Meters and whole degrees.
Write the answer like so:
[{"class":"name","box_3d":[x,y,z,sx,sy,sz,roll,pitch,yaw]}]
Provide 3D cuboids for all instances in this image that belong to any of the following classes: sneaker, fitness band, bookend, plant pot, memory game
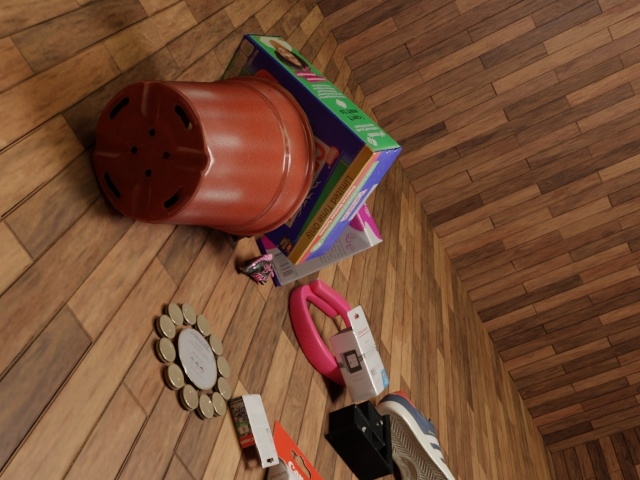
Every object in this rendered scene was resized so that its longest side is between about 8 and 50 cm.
[{"class":"sneaker","box_3d":[-0.117,0.059,1.472,0.119,0.047,0.057,-18,95,-71]},{"class":"fitness band","box_3d":[0.022,0.205,1.674,0.291,0.054,0.209,41,33,-51]},{"class":"bookend","box_3d":[0.080,0.380,1.571,0.156,0.072,0.157,56,19,-28]},{"class":"sneaker","box_3d":[0.239,0.502,1.776,0.350,0.131,0.148,64,22,-6]},{"class":"plant pot","box_3d":[-0.188,-0.133,1.189,0.265,0.272,0.272,-9,76,-63]},{"class":"memory game","box_3d":[-0.188,0.178,1.150,0.186,0.012,0.186,54,21,-32]}]

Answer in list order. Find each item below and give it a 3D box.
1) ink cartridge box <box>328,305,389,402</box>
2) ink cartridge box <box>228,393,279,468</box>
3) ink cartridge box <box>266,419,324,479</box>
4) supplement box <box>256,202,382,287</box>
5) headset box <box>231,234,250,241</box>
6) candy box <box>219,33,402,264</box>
[{"class":"ink cartridge box","box_3d":[0.076,0.236,1.610,0.180,0.060,0.104,70,20,3]},{"class":"ink cartridge box","box_3d":[-0.104,0.301,1.207,0.063,0.029,0.115,22,48,-66]},{"class":"ink cartridge box","box_3d":[-0.020,0.427,1.253,0.189,0.066,0.232,57,24,-25]},{"class":"supplement box","box_3d":[0.000,0.000,1.582,0.111,0.220,0.114,67,18,2]},{"class":"headset box","box_3d":[-0.150,-0.041,1.461,0.083,0.062,0.032,59,20,-18]},{"class":"candy box","box_3d":[-0.058,-0.160,1.355,0.317,0.268,0.122,44,31,14]}]
